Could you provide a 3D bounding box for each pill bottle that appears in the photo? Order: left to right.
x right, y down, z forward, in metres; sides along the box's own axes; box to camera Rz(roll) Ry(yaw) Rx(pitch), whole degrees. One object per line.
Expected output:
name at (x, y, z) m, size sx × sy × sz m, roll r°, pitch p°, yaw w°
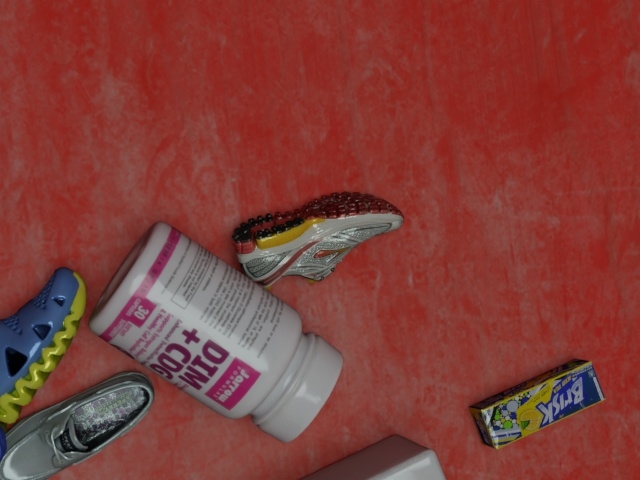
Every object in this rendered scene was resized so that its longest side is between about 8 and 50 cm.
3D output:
pill bottle at (-0.124, 0.116, 1.662) m, size 0.283 × 0.160 × 0.160 m, roll 34°, pitch 83°, yaw -11°

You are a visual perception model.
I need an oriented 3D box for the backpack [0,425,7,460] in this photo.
backpack at (-0.410, 0.243, 1.521) m, size 0.120 × 0.101 × 0.098 m, roll -41°, pitch 102°, yaw -2°

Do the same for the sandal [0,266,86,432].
sandal at (-0.400, 0.154, 1.621) m, size 0.138 × 0.126 × 0.317 m, roll 39°, pitch 80°, yaw -6°

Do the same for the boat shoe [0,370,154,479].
boat shoe at (-0.303, 0.231, 1.660) m, size 0.227 × 0.081 × 0.079 m, roll -31°, pitch 97°, yaw -12°

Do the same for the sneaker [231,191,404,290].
sneaker at (0.000, 0.000, 1.743) m, size 0.225 × 0.088 × 0.092 m, roll -16°, pitch 114°, yaw -13°

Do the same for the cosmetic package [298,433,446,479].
cosmetic package at (-0.040, 0.440, 1.681) m, size 0.453 × 0.161 × 0.230 m, roll -23°, pitch 95°, yaw -12°

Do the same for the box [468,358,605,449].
box at (0.287, 0.216, 1.814) m, size 0.169 × 0.054 × 0.059 m, roll -22°, pitch 94°, yaw -12°
